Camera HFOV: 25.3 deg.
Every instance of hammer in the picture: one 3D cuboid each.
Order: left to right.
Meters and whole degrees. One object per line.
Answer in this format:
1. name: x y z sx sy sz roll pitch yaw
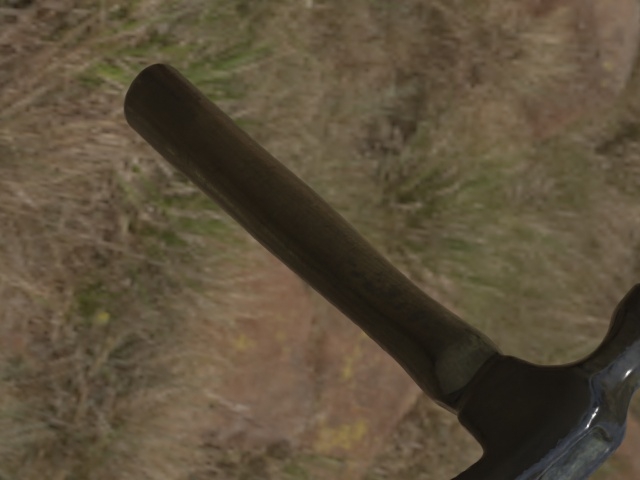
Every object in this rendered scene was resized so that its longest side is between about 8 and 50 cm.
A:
1. hammer: 0.000 0.000 0.771 0.168 0.440 0.044 -45 131 -2
